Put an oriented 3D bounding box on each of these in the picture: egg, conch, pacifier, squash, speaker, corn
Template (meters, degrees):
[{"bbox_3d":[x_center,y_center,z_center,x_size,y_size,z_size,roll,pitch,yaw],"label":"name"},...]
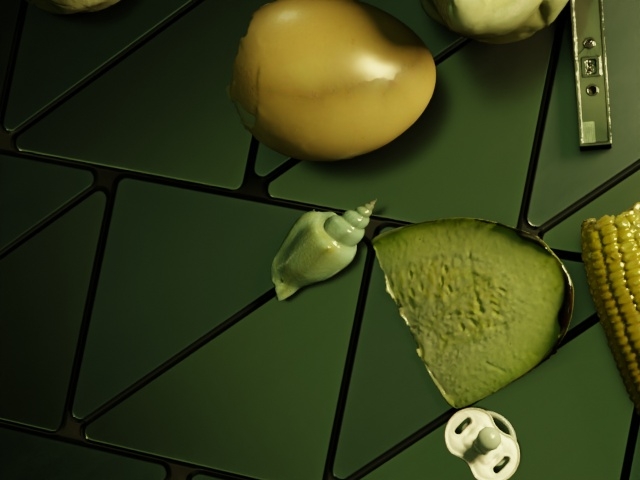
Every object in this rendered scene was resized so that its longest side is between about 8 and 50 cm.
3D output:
[{"bbox_3d":[0.015,-0.194,1.564,0.244,0.201,0.201,-1,86,10],"label":"egg"},{"bbox_3d":[-0.001,0.002,1.622,0.180,0.065,0.088,-40,81,12],"label":"conch"},{"bbox_3d":[0.199,0.238,1.560,0.099,0.078,0.081,44,74,12],"label":"pacifier"},{"bbox_3d":[0.182,0.058,1.539,0.204,0.155,0.237,-27,82,7],"label":"squash"},{"bbox_3d":[0.326,-0.206,1.580,0.040,0.046,0.191,-3,85,12],"label":"speaker"},{"bbox_3d":[0.400,0.122,1.500,0.131,0.131,0.345,-22,80,9],"label":"corn"}]

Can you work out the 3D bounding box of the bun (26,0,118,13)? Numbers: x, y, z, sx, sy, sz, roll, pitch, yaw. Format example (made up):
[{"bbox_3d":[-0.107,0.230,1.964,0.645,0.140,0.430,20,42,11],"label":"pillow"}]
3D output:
[{"bbox_3d":[-0.324,-0.372,1.689,0.173,0.113,0.166,-44,79,3],"label":"bun"}]

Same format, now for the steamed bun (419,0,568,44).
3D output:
[{"bbox_3d":[0.219,-0.412,1.484,0.237,0.347,0.394,-9,59,-3],"label":"steamed bun"}]
